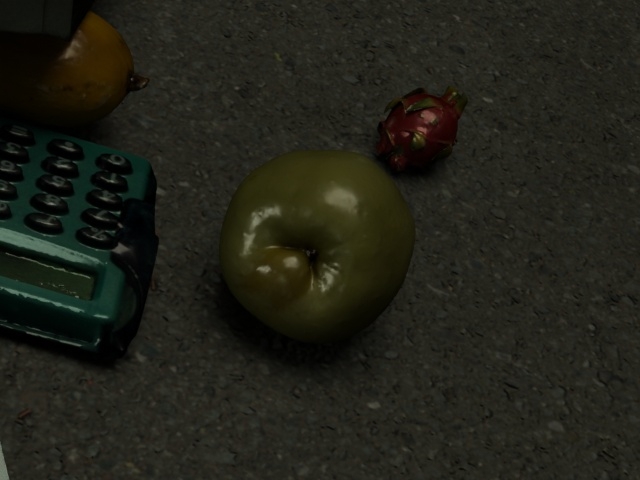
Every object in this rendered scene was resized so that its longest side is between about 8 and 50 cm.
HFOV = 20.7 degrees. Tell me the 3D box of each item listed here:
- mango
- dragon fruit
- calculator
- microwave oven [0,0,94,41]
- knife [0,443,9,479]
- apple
[{"bbox_3d":[-0.320,-0.196,1.759,0.317,0.119,0.176,18,25,15],"label":"mango"},{"bbox_3d":[0.116,-0.125,1.927,0.116,0.081,0.086,-26,81,-29],"label":"dragon fruit"},{"bbox_3d":[-0.275,-0.021,1.644,0.248,0.058,0.274,17,40,-9],"label":"calculator"},{"bbox_3d":[-0.361,-0.388,1.738,0.374,0.236,0.432,9,22,-1],"label":"microwave oven"},{"bbox_3d":[-0.317,0.080,1.482,0.080,0.044,0.331,-2,63,-22],"label":"knife"},{"bbox_3d":[0.000,0.000,1.662,0.200,0.200,0.200,14,41,-12],"label":"apple"}]
